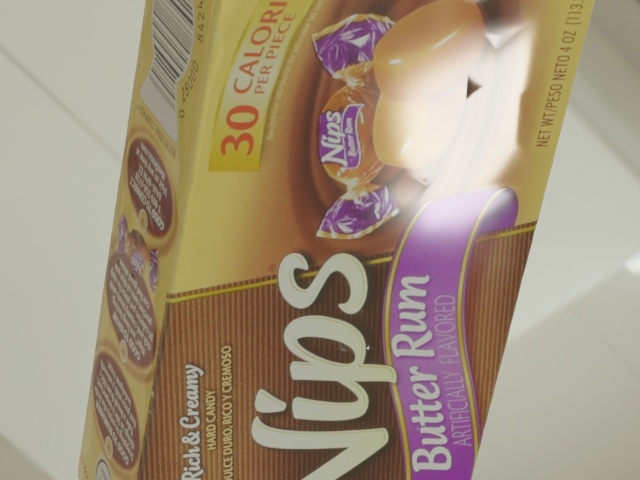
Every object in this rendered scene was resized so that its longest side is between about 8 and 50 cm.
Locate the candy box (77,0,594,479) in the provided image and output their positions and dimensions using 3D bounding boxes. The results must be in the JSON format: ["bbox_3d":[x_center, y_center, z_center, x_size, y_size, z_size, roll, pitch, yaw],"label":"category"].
[{"bbox_3d":[0.000,0.000,0.496,0.053,0.109,0.186,-130,-135,-53],"label":"candy box"}]
